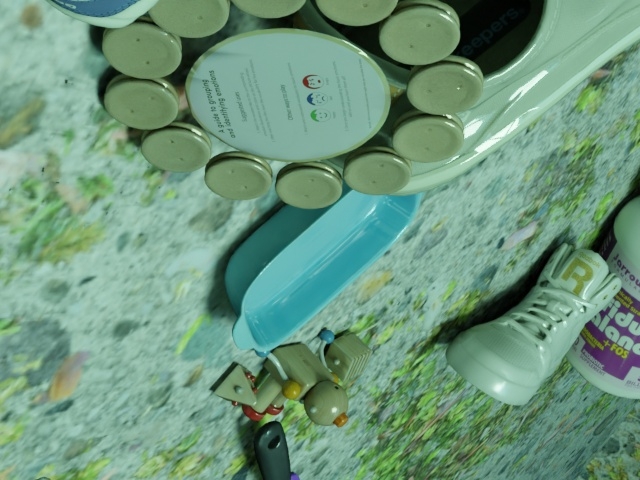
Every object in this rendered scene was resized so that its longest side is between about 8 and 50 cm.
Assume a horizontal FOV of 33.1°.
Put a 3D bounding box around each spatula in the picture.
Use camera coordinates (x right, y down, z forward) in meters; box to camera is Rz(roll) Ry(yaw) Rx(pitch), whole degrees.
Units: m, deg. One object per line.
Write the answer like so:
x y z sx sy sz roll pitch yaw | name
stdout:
-0.043 0.229 1.001 0.084 0.030 0.296 -39 158 -22 | spatula

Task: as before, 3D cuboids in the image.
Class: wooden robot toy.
-0.007 0.127 0.872 0.173 0.079 0.076 -3 129 -56 | wooden robot toy

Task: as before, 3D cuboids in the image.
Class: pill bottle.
0.426 0.046 1.348 0.169 0.169 0.301 -27 147 -38 | pill bottle

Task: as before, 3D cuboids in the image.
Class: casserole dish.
0.000 0.000 0.756 0.188 0.037 0.114 -42 154 -16 | casserole dish

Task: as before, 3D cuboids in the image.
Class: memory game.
-0.014 -0.071 0.519 0.186 0.012 0.186 1 148 1 | memory game

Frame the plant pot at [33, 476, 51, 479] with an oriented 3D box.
-0.237 0.295 0.499 0.252 0.247 0.247 -19 -174 15 | plant pot

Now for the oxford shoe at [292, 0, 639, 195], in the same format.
0.161 -0.204 0.590 0.449 0.169 0.130 -41 153 -4 | oxford shoe

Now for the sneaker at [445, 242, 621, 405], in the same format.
0.241 0.077 1.184 0.169 0.108 0.292 -58 163 16 | sneaker

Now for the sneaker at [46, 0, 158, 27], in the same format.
-0.010 -0.201 0.412 0.296 0.112 0.131 -40 171 -15 | sneaker
